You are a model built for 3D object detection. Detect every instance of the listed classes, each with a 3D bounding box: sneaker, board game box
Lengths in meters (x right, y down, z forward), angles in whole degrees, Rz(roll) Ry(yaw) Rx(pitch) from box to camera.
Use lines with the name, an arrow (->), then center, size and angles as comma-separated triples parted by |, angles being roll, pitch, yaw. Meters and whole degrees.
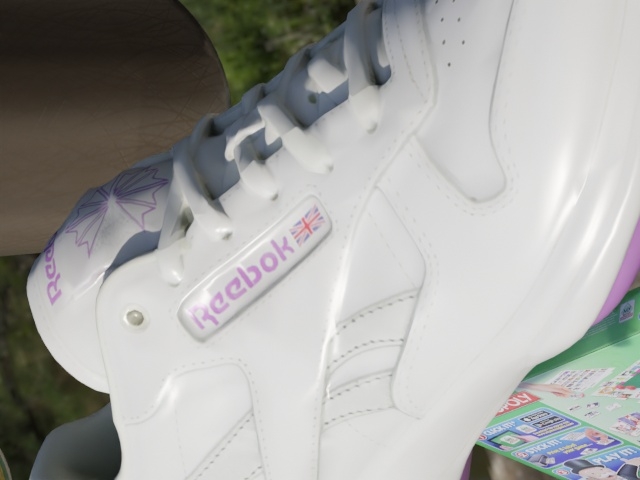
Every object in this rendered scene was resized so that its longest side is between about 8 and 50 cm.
sneaker -> 0.000, 0.000, 0.444 | 0.114, 0.152, 0.305 | -88, 19, -56
board game box -> 0.263, 0.137, 1.314 | 0.317, 0.213, 0.046 | -32, 39, 53

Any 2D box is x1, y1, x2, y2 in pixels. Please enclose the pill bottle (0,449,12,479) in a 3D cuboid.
pill bottle -> -0.243, 0.163, 0.830 | 0.208, 0.118, 0.117 | -84, -23, -84

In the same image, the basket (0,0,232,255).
basket -> -0.188, -0.059, 0.718 | 0.204, 0.227, 0.154 | 10, 102, 30
